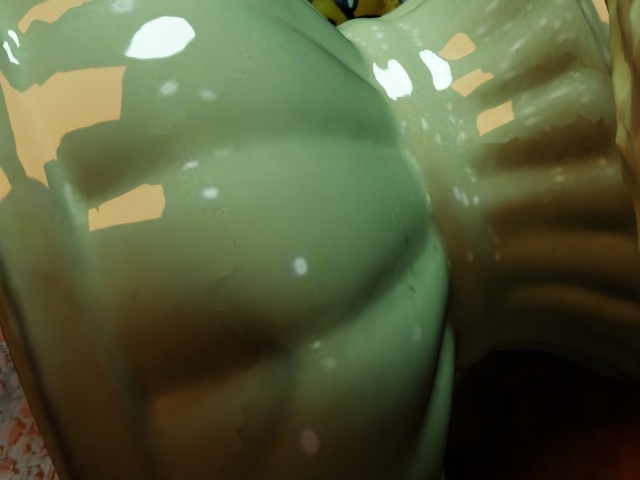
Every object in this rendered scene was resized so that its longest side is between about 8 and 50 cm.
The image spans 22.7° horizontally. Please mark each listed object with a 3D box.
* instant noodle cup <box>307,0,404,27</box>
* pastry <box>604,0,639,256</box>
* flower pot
[{"bbox_3d":[-0.071,-0.100,0.851,0.216,0.216,0.172,-35,27,3],"label":"instant noodle cup"},{"bbox_3d":[0.260,-0.047,0.379,0.388,0.388,0.312,-12,40,29],"label":"pastry"},{"bbox_3d":[0.000,0.000,0.621,0.244,0.307,0.307,-20,36,-7],"label":"flower pot"}]
